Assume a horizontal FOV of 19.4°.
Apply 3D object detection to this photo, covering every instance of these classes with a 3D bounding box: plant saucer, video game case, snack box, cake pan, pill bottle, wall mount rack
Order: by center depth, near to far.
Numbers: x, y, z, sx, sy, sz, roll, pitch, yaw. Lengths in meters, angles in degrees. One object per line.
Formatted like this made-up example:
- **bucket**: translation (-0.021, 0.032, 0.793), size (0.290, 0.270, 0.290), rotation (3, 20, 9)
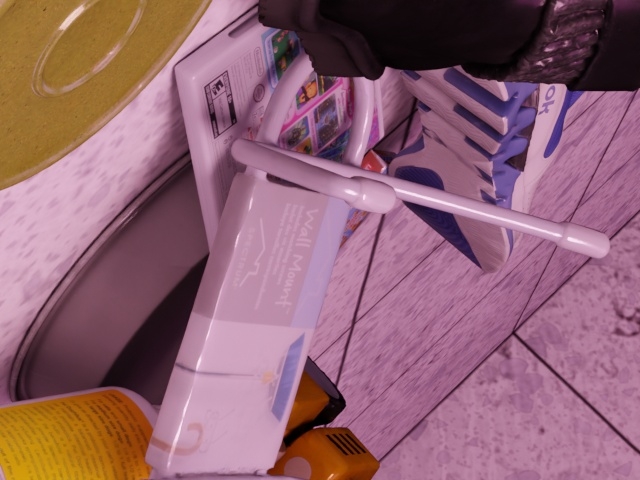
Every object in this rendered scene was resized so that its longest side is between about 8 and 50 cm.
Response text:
- **plant saucer**: translation (-0.111, -0.098, 0.820), size (0.241, 0.037, 0.241), rotation (-43, 167, -12)
- **video game case**: translation (-0.020, -0.080, 1.100), size (0.143, 0.019, 0.157), rotation (-40, 145, -26)
- **wall mount rack**: translation (0.029, 0.070, 1.111), size (0.304, 0.130, 0.350), rotation (10, 99, -58)
- **pill bottle**: translation (-0.163, 0.152, 1.115), size (0.215, 0.117, 0.117), rotation (-7, 143, -40)
- **cake pan**: translation (-0.082, 0.026, 1.260), size (0.293, 0.054, 0.293), rotation (-43, 167, -13)
- **snack box**: translation (0.000, 0.000, 1.515), size (0.178, 0.022, 0.064), rotation (-49, 165, 13)

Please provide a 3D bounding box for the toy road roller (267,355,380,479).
- **toy road roller**: translation (-0.044, 0.220, 1.542), size (0.202, 0.240, 0.329), rotation (-45, 167, 6)

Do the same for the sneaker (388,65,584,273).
- **sneaker**: translation (0.156, -0.113, 1.394), size (0.182, 0.127, 0.315), rotation (-41, 159, -19)

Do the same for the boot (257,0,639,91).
- **boot**: translation (0.116, -0.142, 0.886), size (0.348, 0.260, 0.131), rotation (17, 80, -82)
